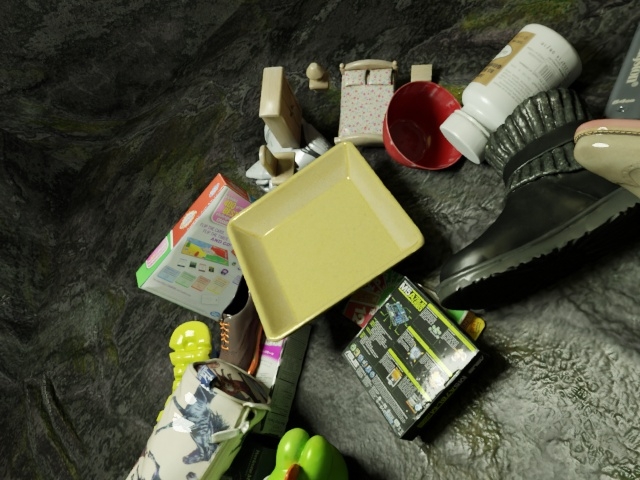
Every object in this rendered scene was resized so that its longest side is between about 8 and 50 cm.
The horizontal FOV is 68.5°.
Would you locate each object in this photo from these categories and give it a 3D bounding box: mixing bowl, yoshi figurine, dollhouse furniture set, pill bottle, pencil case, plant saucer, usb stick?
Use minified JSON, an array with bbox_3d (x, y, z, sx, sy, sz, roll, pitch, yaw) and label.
[{"bbox_3d":[0.196,-0.216,0.954,0.181,0.181,0.098,-69,13,-16],"label":"mixing bowl"},{"bbox_3d":[-0.039,0.466,0.722,0.203,0.203,0.362,-175,101,-76],"label":"yoshi figurine"},{"bbox_3d":[0.062,-0.277,1.034,0.355,0.174,0.303,1,76,13],"label":"dollhouse furniture set"},{"bbox_3d":[0.334,-0.257,0.849,0.229,0.131,0.131,-46,41,10],"label":"pill bottle"},{"bbox_3d":[-0.242,0.411,0.796,0.410,0.160,0.183,-62,26,-8],"label":"pencil case"},{"bbox_3d":[0.000,0.000,0.949,0.333,0.081,0.333,-34,51,6],"label":"plant saucer"},{"bbox_3d":[0.524,-0.284,0.748,0.077,0.045,0.278,16,76,48],"label":"usb stick"}]

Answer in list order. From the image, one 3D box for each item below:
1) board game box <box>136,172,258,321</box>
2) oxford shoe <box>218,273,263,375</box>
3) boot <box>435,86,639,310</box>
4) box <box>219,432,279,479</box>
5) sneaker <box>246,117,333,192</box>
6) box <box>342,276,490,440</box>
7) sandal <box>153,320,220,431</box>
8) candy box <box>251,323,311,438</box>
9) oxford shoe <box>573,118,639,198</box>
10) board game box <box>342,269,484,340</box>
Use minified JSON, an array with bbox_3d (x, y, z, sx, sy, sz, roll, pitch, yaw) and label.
[{"bbox_3d":[-0.247,0.029,1.144,0.316,0.242,0.064,-48,40,7],"label":"board game box"},{"bbox_3d":[-0.177,0.196,0.957,0.097,0.098,0.271,-2,62,44],"label":"oxford shoe"},{"bbox_3d":[0.305,-0.062,0.741,0.348,0.131,0.260,-29,52,13],"label":"boot"},{"bbox_3d":[-0.148,0.448,0.876,0.158,0.093,0.156,-1,64,43],"label":"box"},{"bbox_3d":[-0.120,-0.250,1.286,0.210,0.137,0.366,-47,44,5],"label":"sneaker"},{"bbox_3d":[0.142,0.184,0.759,0.184,0.045,0.191,-51,40,9],"label":"box"},{"bbox_3d":[-0.274,0.349,1.046,0.126,0.138,0.317,-2,62,14],"label":"sandal"},{"bbox_3d":[-0.121,0.275,0.983,0.159,0.071,0.233,-6,59,42],"label":"candy box"},{"bbox_3d":[0.437,-0.024,0.517,0.348,0.123,0.130,32,94,23],"label":"oxford shoe"},{"bbox_3d":[0.154,0.137,0.838,0.259,0.039,0.124,29,86,47],"label":"board game box"}]
